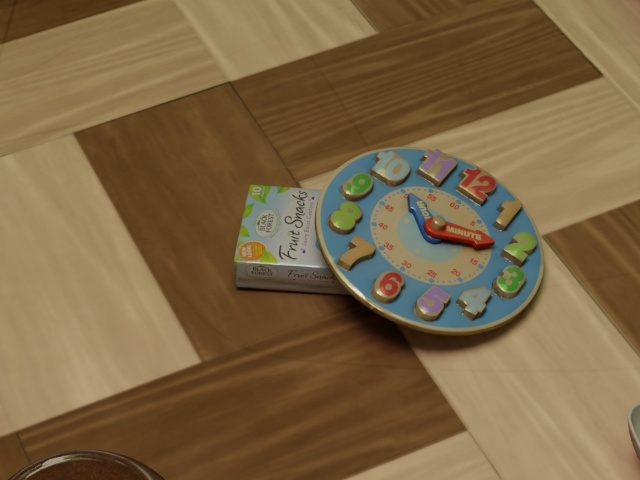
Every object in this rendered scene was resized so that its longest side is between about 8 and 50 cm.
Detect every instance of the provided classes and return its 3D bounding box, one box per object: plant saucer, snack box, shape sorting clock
[{"bbox_3d":[-0.189,0.223,1.355,0.168,0.029,0.168,-1,46,2],"label":"plant saucer"},{"bbox_3d":[0.000,0.000,1.561,0.141,0.037,0.100,4,44,5],"label":"snack box"},{"bbox_3d":[0.096,-0.005,1.521,0.206,0.040,0.206,11,45,-11],"label":"shape sorting clock"}]

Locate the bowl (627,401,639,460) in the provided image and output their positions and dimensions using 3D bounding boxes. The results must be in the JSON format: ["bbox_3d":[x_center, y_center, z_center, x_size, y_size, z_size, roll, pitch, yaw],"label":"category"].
[{"bbox_3d":[0.319,0.176,1.354,0.142,0.053,0.142,-14,45,-11],"label":"bowl"}]
